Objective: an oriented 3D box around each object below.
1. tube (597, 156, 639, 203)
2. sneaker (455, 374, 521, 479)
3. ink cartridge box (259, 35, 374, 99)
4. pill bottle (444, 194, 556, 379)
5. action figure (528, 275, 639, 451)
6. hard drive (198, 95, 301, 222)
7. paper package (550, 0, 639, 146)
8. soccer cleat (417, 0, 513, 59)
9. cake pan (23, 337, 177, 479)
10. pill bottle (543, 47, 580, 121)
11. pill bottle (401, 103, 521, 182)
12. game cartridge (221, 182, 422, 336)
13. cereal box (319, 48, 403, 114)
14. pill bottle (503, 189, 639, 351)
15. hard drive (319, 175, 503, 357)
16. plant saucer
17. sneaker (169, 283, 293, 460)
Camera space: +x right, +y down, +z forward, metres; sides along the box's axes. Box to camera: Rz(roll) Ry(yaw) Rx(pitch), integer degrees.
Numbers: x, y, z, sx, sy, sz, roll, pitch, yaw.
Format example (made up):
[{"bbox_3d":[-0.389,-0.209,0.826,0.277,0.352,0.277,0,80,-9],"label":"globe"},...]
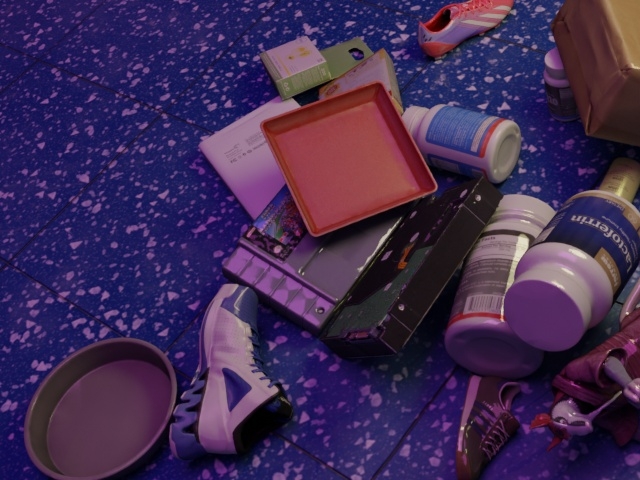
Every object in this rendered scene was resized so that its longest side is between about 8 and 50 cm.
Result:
[{"bbox_3d":[0.502,-0.040,1.778,0.240,0.062,0.070,-57,15,-22],"label":"tube"},{"bbox_3d":[0.267,0.291,1.573,0.086,0.064,0.192,-3,47,24],"label":"sneaker"},{"bbox_3d":[-0.004,-0.406,2.244,0.235,0.056,0.171,-23,35,-3],"label":"ink cartridge box"},{"bbox_3d":[0.311,0.073,1.678,0.161,0.161,0.283,3,51,22],"label":"pill bottle"},{"bbox_3d":[0.451,0.171,1.487,0.370,0.248,0.275,-29,46,-9],"label":"action figure"},{"bbox_3d":[-0.082,-0.155,2.096,0.233,0.047,0.353,-32,47,-8],"label":"hard drive"},{"bbox_3d":[0.615,-0.310,1.798,0.325,0.168,0.309,9,48,-15],"label":"paper package"},{"bbox_3d":[0.320,-0.491,2.202,0.248,0.095,0.083,-33,48,-9],"label":"soccer cleat"},{"bbox_3d":[-0.387,0.310,1.806,0.293,0.054,0.293,-10,48,12],"label":"cake pan"},{"bbox_3d":[0.475,-0.305,1.956,0.078,0.137,0.078,-11,48,12],"label":"pill bottle"},{"bbox_3d":[0.264,-0.195,1.950,0.222,0.124,0.124,21,61,33],"label":"pill bottle"},{"bbox_3d":[0.004,-0.018,1.892,0.230,0.068,0.355,33,67,12],"label":"game cartridge"},{"bbox_3d":[0.079,-0.290,2.084,0.173,0.047,0.240,-30,31,18],"label":"cereal box"},{"bbox_3d":[0.388,0.045,1.537,0.153,0.153,0.265,14,38,30],"label":"pill bottle"},{"bbox_3d":[0.154,0.052,1.720,0.339,0.064,0.237,-52,12,-20],"label":"hard drive"},{"bbox_3d":[0.050,-0.150,1.893,0.259,0.047,0.259,-21,69,-11],"label":"plant saucer"},{"bbox_3d":[-0.125,0.241,1.735,0.182,0.127,0.315,4,60,19],"label":"sneaker"}]
